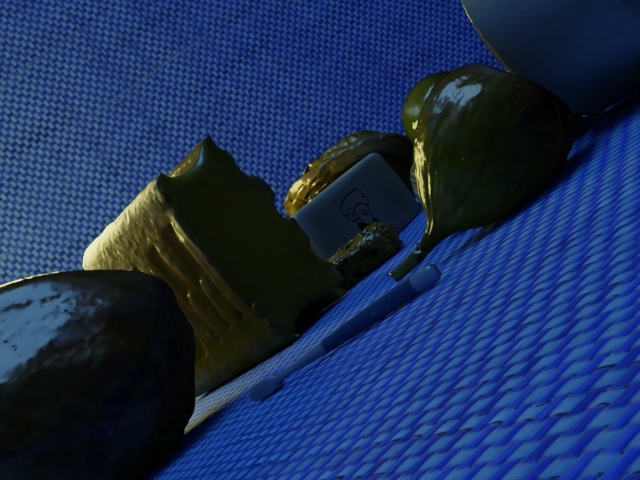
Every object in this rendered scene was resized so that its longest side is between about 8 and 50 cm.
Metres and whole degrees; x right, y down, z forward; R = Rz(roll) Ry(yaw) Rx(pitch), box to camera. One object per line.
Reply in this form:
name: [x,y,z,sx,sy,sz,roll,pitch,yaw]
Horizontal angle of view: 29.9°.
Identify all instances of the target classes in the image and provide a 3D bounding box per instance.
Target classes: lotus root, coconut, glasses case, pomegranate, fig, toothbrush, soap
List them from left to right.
lotus root: [-0.268,0.191,1.464,0.250,0.316,0.316,-20,5,8]
soap: [-0.165,0.047,1.724,0.156,0.293,0.335,-44,6,-37]
toothbrush: [0.022,0.097,1.218,0.276,0.019,0.025,-37,-5,32]
glasses case: [0.043,-0.028,1.897,0.070,0.131,0.313,-37,2,37]
pomegranate: [0.217,-0.183,1.999,0.179,0.179,0.210,-36,30,52]
fig: [0.145,-0.060,1.239,0.257,0.159,0.159,-56,-2,16]
coconut: [0.290,-0.293,1.312,0.323,0.323,0.323,-38,2,2]

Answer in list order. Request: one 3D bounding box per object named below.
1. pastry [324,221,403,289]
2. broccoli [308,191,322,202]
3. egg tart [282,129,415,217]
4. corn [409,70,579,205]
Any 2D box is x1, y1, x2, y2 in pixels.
pastry: [0.052,0.023,1.706,0.140,0.056,0.080,-36,14,12]
broccoli: [0.000,0.000,2.025,0.138,0.162,0.145,-7,-38,-22]
egg tart: [0.065,-0.110,2.154,0.291,0.107,0.290,-18,-30,-11]
corn: [0.221,-0.125,1.436,0.305,0.122,0.123,-37,-42,-39]
